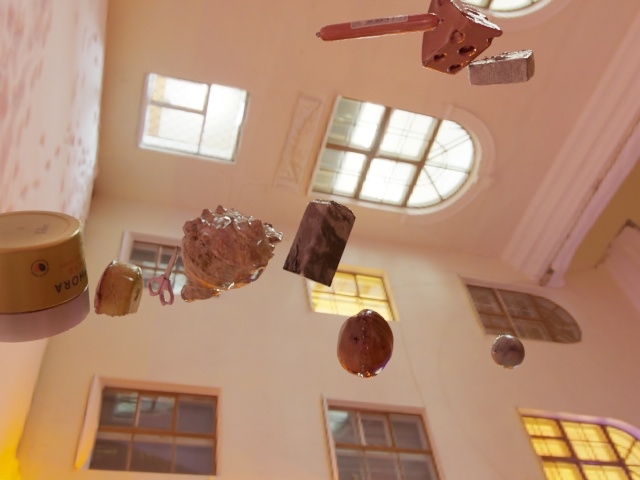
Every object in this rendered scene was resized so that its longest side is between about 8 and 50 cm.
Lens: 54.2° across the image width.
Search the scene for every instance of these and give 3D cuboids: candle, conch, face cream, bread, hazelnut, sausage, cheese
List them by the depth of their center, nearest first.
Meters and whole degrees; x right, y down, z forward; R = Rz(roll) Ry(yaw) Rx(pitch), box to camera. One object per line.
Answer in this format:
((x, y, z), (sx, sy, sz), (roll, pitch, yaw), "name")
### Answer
((0.099, -0.365, 1.071), (0.029, 0.222, 0.030), (-1, 90, -74), "sausage")
((-0.554, 0.060, 1.177), (0.218, 0.217, 0.180), (-118, -151, -66), "face cream")
((-0.433, 0.104, 1.348), (0.156, 0.086, 0.125), (127, -24, -80), "bread")
((-0.247, 0.018, 1.586), (0.352, 0.297, 0.210), (-20, -86, 37), "conch")
((0.349, -0.566, 1.627), (0.203, 0.128, 0.177), (-37, -125, 57), "cheese")
((0.501, -0.464, 1.677), (0.168, 0.192, 0.068), (-137, -147, -64), "candle")
((0.131, 0.321, 1.960), (0.186, 0.210, 0.210), (-39, -138, 46), "hazelnut")

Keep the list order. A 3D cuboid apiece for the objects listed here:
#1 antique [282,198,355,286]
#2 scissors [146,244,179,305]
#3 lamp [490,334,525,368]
((0.000, 0.000, 1.394), (0.086, 0.088, 0.183), (13, -101, 56), "antique")
((-0.461, 0.100, 1.888), (0.021, 0.110, 0.212), (-24, 145, -61), "scissors")
((0.578, 0.344, 1.930), (0.105, 0.105, 0.105), (-171, -90, -75), "lamp")
